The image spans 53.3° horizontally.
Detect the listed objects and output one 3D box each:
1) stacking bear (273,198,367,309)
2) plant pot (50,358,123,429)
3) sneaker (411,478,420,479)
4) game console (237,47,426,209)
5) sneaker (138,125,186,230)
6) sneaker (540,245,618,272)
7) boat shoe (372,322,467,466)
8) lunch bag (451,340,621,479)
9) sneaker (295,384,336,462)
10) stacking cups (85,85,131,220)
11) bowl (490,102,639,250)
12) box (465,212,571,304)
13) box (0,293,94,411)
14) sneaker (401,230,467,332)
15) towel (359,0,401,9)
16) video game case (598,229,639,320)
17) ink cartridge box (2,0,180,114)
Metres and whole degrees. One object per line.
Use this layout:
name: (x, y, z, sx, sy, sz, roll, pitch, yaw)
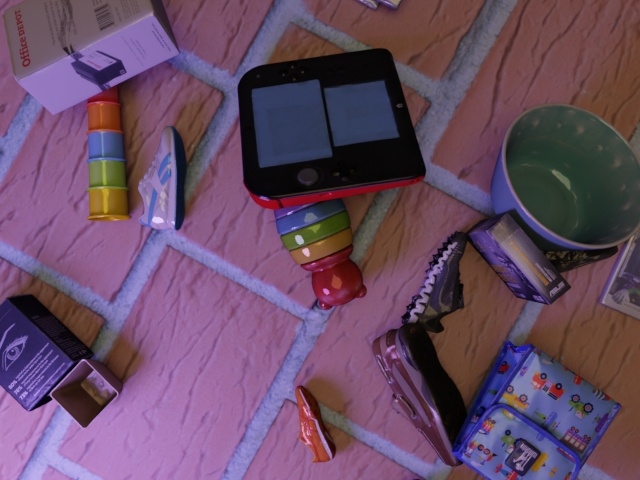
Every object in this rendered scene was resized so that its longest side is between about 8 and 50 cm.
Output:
stacking bear: (0.000, 0.000, 1.344, 0.175, 0.164, 0.289, -22, 93, 3)
plant pot: (-0.496, 0.325, 1.393, 0.109, 0.096, 0.109, 44, 91, 2)
sneaker: (0.094, 0.623, 1.349, 0.146, 0.122, 0.330, 37, 91, 1)
game console: (0.008, -0.239, 1.289, 0.342, 0.060, 0.386, -11, 54, 4)
sneaker: (-0.347, -0.138, 1.392, 0.092, 0.087, 0.228, 3, 88, 5)
sneaker: (0.540, 0.012, 1.362, 0.170, 0.051, 0.089, -20, 93, 6)
boat shoe: (0.213, 0.327, 1.358, 0.120, 0.122, 0.324, -20, 99, 35)
lunch bag: (0.419, 0.389, 1.299, 0.221, 0.138, 0.293, 34, 81, 0)
sneaker: (-0.026, 0.402, 1.387, 0.067, 0.064, 0.175, -21, 86, 13)
stacking cups: (-0.471, -0.202, 1.406, 0.096, 0.096, 0.316, -4, 84, 3)
bowl: (0.469, -0.100, 1.280, 0.312, 0.163, 0.311, 6, 66, -13)
box: (0.385, 0.037, 1.280, 0.056, 0.231, 0.183, -41, 88, 0)
box: (-0.635, 0.241, 1.395, 0.207, 0.108, 0.153, 44, 92, 3)
sneaker: (0.270, 0.096, 1.366, 0.106, 0.078, 0.234, 27, 95, 0)
towel: (0.106, -0.692, 1.394, 0.324, 0.056, 0.312, 30, 88, 5)
video game case: (0.717, 0.082, 1.367, 0.173, 0.022, 0.190, 24, 91, 3)
ink cartridge box: (-0.481, -0.436, 1.339, 0.308, 0.129, 0.223, -25, 62, 3)
